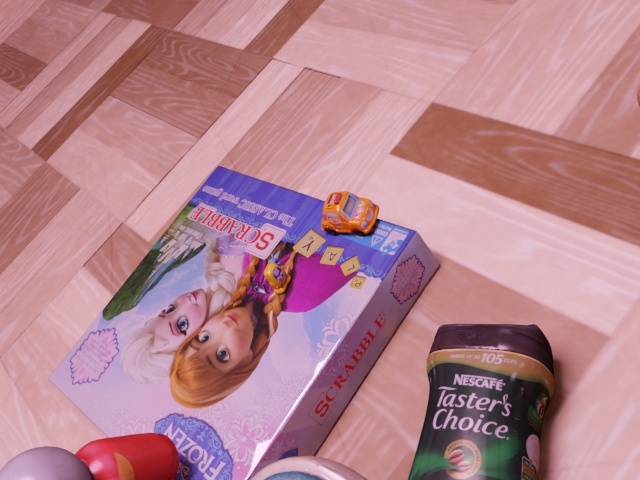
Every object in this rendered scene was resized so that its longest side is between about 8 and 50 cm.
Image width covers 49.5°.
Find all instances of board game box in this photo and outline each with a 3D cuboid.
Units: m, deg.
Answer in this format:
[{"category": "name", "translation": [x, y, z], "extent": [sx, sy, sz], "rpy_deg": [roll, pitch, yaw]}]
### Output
[{"category": "board game box", "translation": [-0.093, 0.088, 0.719], "extent": [0.319, 0.066, 0.318], "rpy_deg": [20, 69, 43]}]

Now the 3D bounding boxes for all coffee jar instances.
[{"category": "coffee jar", "translation": [0.118, 0.148, 0.513], "extent": [0.096, 0.079, 0.184], "rpy_deg": [-5, 53, 32]}]

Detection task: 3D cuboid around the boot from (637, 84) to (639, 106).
[{"category": "boot", "translation": [0.385, -0.092, 0.515], "extent": [0.249, 0.090, 0.206], "rpy_deg": [-13, 47, 21]}]

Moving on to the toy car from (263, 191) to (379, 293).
[{"category": "toy car", "translation": [0.000, 0.000, 0.650], "extent": [0.060, 0.040, 0.122], "rpy_deg": [24, 69, 43]}]

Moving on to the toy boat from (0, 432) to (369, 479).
[{"category": "toy boat", "translation": [-0.080, 0.240, 0.458], "extent": [0.318, 0.148, 0.267], "rpy_deg": [32, 104, 29]}]
